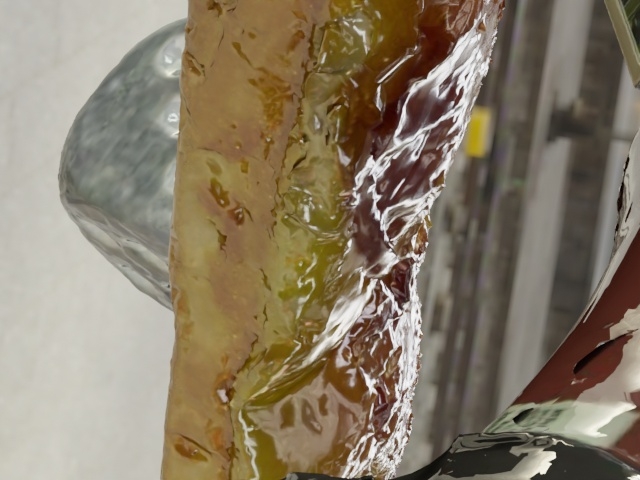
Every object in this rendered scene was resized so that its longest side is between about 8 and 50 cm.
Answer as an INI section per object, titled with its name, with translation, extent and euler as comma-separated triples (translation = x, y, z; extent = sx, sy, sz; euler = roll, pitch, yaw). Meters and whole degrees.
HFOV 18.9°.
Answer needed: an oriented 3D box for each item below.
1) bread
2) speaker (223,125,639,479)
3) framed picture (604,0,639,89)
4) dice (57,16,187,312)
[bread]
translation = 0.000, 0.000, 0.801
extent = 0.185, 0.109, 0.380
euler = -68, 169, -53
[speaker]
translation = 0.065, 0.058, 0.581
extent = 0.329, 0.259, 0.198
euler = -30, 135, -38
[framed picture]
translation = 0.177, -0.153, 0.866
extent = 0.149, 0.011, 0.109
euler = -51, -146, 36
[dice]
translation = -0.060, -0.041, 1.368
extent = 0.183, 0.182, 0.181
euler = -52, 141, -16
